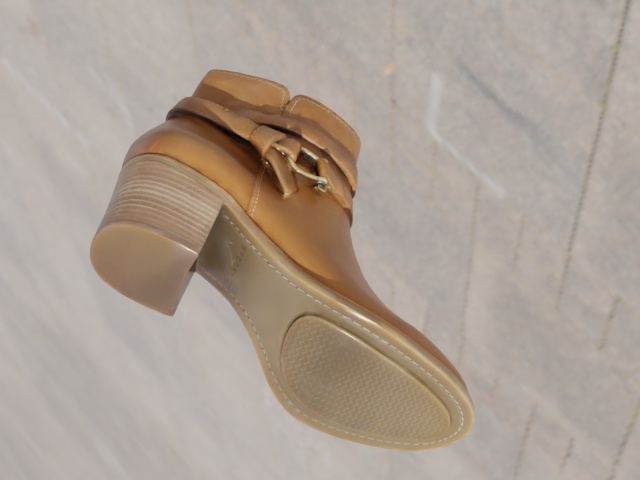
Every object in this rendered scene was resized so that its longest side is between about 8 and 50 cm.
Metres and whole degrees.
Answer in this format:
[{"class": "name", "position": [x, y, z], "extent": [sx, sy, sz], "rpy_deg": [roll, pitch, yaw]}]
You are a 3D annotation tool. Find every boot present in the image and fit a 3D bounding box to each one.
[{"class": "boot", "position": [0.000, 0.000, 0.654], "extent": [0.197, 0.152, 0.073], "rpy_deg": [34, 127, -8]}]
